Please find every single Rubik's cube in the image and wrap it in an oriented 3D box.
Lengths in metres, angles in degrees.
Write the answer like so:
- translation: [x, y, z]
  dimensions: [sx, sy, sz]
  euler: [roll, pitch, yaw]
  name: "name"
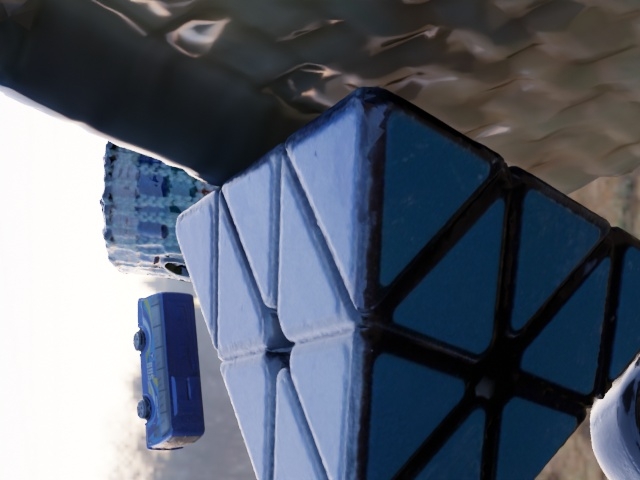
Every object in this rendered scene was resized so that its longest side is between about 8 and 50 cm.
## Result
- translation: [0.000, 0.000, 0.437]
  dimensions: [0.211, 0.190, 0.178]
  euler: [-49, -28, -25]
  name: "Rubik's cube"

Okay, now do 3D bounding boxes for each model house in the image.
- translation: [-0.046, -0.228, 0.570]
  dimensions: [0.395, 0.400, 0.445]
  euler: [16, -121, -48]
  name: "model house"

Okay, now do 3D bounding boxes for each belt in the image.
- translation: [-0.085, -0.071, 1.010]
  dimensions: [0.257, 0.150, 0.207]
  euler: [-77, -5, -66]
  name: "belt"

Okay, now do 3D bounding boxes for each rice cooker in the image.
- translation: [0.298, 0.127, 0.984]
  dimensions: [0.142, 0.203, 0.118]
  euler: [56, 150, 10]
  name: "rice cooker"

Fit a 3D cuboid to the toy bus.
- translation: [-0.148, 0.127, 1.253]
  dimensions: [0.061, 0.051, 0.153]
  euler: [-27, 65, 50]
  name: "toy bus"
